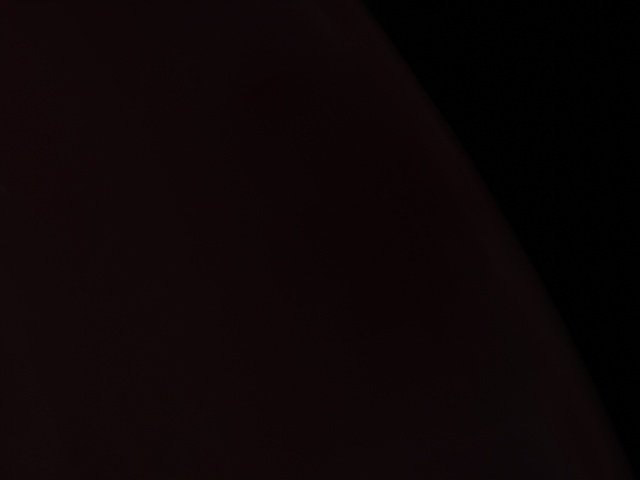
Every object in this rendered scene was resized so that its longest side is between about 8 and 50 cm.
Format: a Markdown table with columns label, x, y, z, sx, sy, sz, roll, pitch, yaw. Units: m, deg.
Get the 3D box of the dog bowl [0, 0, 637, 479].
| label | x | y | z | sx | sy | sz | roll | pitch | yaw |
| --- | --- | --- | --- | --- | --- | --- | --- | --- | --- |
| dog bowl | -0.103 | -0.006 | 0.253 | 0.150 | 0.408 | 0.408 | -38 | 41 | 19 |
